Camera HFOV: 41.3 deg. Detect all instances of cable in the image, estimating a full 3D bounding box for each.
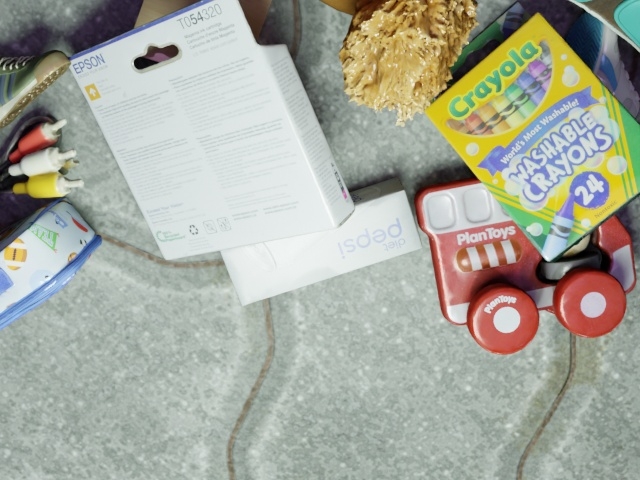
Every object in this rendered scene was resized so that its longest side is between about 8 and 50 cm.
[{"bbox_3d":[-0.470,-0.094,1.231,0.287,0.072,0.139,-20,77,13],"label":"cable"}]

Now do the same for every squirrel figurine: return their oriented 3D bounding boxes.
[{"bbox_3d":[0.075,-0.352,1.016,0.281,0.370,0.397,-31,106,8],"label":"squirrel figurine"}]

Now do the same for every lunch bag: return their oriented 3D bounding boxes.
[{"bbox_3d":[-0.467,0.069,1.203,0.303,0.243,0.115,-34,105,8],"label":"lunch bag"}]

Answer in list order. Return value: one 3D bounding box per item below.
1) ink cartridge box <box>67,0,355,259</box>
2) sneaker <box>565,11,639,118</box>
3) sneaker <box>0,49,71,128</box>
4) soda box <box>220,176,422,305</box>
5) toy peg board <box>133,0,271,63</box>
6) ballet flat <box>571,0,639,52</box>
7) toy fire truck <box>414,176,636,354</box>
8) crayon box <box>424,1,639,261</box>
[{"bbox_3d":[-0.153,-0.146,1.156,0.324,0.071,0.330,-9,112,36],"label":"ink cartridge box"},{"bbox_3d":[0.406,-0.222,1.227,0.092,0.087,0.228,-9,109,-18],"label":"sneaker"},{"bbox_3d":[-0.438,-0.227,1.183,0.192,0.064,0.086,-31,101,30],"label":"sneaker"},{"bbox_3d":[0.000,0.000,1.274,0.287,0.091,0.098,-18,107,4],"label":"soda box"},{"bbox_3d":[-0.165,-0.307,1.190,0.161,0.079,0.160,19,91,-8],"label":"toy peg board"},{"bbox_3d":[0.395,-0.359,1.109,0.400,0.139,0.139,30,105,-26],"label":"ballet flat"},{"bbox_3d":[0.307,0.014,1.254,0.302,0.169,0.253,-12,100,1],"label":"toy fire truck"},{"bbox_3d":[0.290,-0.156,1.160,0.203,0.083,0.323,-41,76,13],"label":"crayon box"}]
